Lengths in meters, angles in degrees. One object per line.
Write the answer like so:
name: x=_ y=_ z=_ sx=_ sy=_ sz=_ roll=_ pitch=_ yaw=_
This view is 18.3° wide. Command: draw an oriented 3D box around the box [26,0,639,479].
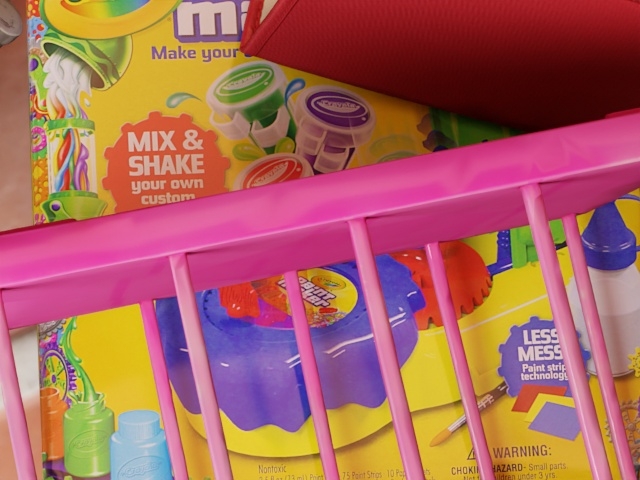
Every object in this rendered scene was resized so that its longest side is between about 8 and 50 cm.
box: x=0.000 y=0.000 z=1.005 sx=0.290 sy=0.177 sz=0.279 roll=-3 pitch=79 yaw=-8

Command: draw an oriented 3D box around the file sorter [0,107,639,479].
file sorter: x=0.014 y=0.072 z=0.802 sx=0.291 sy=0.202 sz=0.182 roll=-11 pitch=84 yaw=-10

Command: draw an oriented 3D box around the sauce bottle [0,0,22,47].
sauce bottle: x=-0.207 y=-0.084 z=1.028 sx=0.128 sy=0.042 sz=0.042 roll=-31 pitch=83 yaw=30

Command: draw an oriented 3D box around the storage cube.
storage cube: x=0.092 y=-0.164 z=0.855 sx=0.193 sy=0.215 sz=0.183 roll=14 pitch=75 yaw=-11
